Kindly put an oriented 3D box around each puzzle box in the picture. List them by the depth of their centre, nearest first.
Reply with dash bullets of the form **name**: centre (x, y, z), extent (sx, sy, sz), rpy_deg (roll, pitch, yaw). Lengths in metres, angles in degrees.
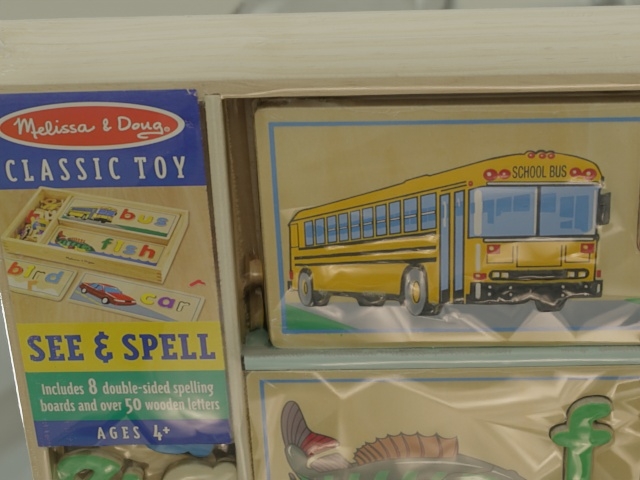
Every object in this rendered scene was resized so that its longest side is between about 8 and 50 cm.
- **puzzle box**: centre (0.075, 0.031, 0.809), extent (0.408, 0.052, 0.272), rpy_deg (-1, -54, 3)
